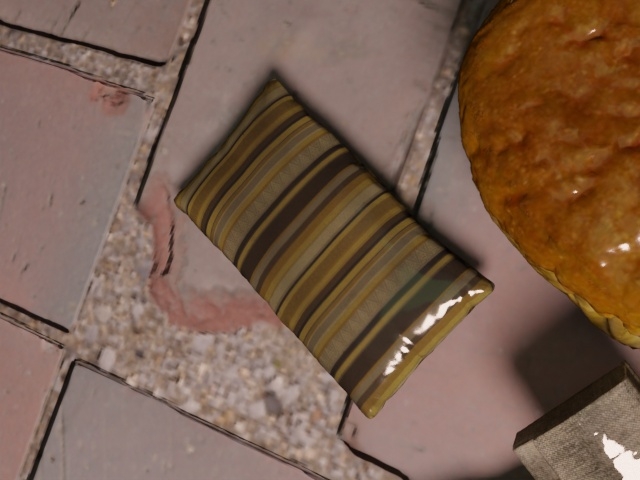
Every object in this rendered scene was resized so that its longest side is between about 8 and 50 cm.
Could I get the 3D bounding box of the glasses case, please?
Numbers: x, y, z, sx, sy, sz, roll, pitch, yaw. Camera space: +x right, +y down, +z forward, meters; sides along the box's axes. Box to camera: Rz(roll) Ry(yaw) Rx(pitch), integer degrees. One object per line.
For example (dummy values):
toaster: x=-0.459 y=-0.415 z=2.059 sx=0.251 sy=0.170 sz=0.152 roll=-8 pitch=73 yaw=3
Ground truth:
glasses case: x=0.182 y=0.161 z=0.408 sx=0.071 sy=0.047 sz=0.205 roll=-39 pitch=82 yaw=17

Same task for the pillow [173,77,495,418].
pillow: x=0.000 y=0.000 z=0.538 sx=0.113 sy=0.038 sz=0.203 roll=-48 pitch=67 yaw=12

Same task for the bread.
bread: x=0.200 y=-0.066 z=0.414 sx=0.253 sy=0.142 sz=0.227 roll=-40 pitch=62 yaw=13
